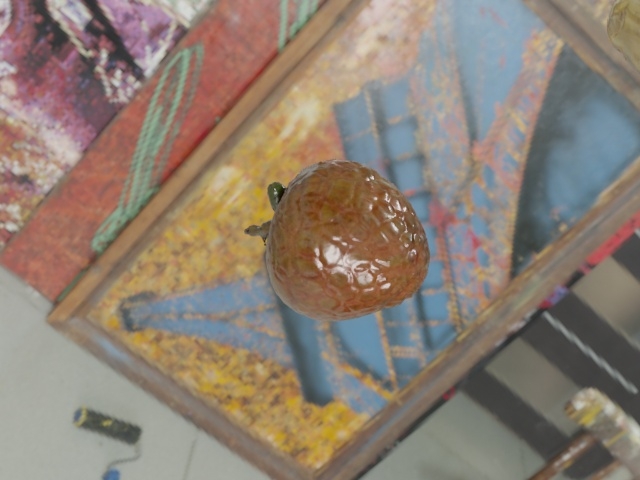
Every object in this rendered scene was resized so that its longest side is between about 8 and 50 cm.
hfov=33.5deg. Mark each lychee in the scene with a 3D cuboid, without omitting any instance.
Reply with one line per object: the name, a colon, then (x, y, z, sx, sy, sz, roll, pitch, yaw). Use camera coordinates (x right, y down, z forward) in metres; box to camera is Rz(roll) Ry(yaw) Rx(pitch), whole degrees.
lychee: (0.003, 0.004, 0.692, 0.114, 0.140, 0.101, 60, 32, -54)

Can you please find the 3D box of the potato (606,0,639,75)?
potato: (0.381, -0.176, 1.005, 0.235, 0.128, 0.161, 17, 29, 17)
